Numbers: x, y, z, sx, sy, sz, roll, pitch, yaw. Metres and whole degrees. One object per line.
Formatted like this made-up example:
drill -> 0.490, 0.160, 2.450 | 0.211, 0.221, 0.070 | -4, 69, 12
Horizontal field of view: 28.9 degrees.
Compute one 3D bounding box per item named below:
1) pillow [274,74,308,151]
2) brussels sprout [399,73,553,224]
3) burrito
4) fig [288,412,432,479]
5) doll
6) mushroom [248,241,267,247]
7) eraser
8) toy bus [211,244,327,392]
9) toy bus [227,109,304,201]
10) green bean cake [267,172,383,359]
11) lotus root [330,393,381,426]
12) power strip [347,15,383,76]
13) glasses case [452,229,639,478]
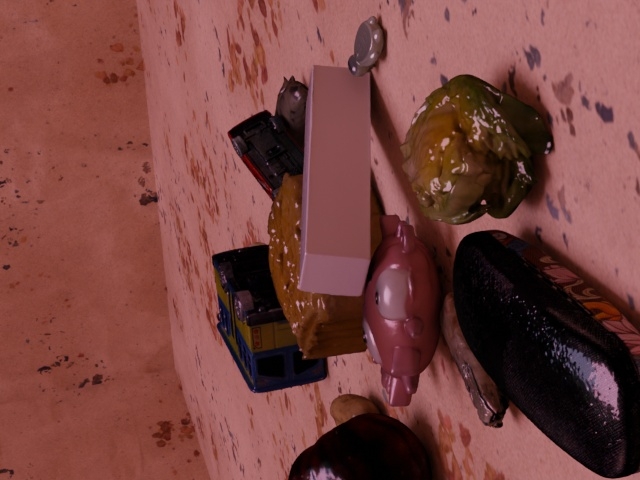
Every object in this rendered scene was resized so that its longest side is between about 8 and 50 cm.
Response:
pillow -> -0.046, -0.182, 1.915 | 0.241, 0.051, 0.093 | 99, 156, -60
brussels sprout -> 0.138, -0.084, 1.160 | 0.181, 0.100, 0.139 | -179, 88, -77
burrito -> 0.164, 0.129, 1.329 | 0.051, 0.042, 0.171 | 78, 173, -45
fig -> 0.070, 0.357, 1.617 | 0.204, 0.186, 0.250 | -48, 60, 51
doll -> 0.094, 0.084, 1.451 | 0.262, 0.093, 0.211 | 95, 171, -50
mushroom -> -0.116, 0.045, 2.346 | 0.083, 0.067, 0.084 | 176, 90, -79
eraser -> 0.019, -0.078, 1.494 | 0.078, 0.076, 0.298 | 101, 172, -52
toy bus -> -0.095, 0.129, 2.178 | 0.288, 0.138, 0.175 | -130, 33, -63
toy bus -> -0.059, -0.102, 1.844 | 0.195, 0.081, 0.089 | 51, 166, 34
green bean cake -> 0.010, 0.031, 1.686 | 0.230, 0.131, 0.224 | 110, 148, -63
lotus root -> 0.053, 0.260, 1.834 | 0.072, 0.063, 0.152 | 55, 167, -19
power strip -> 0.061, -0.232, 1.505 | 0.083, 0.035, 0.055 | 118, 141, -48
glasses case -> 0.196, 0.088, 1.077 | 0.321, 0.082, 0.122 | -132, 32, -62
